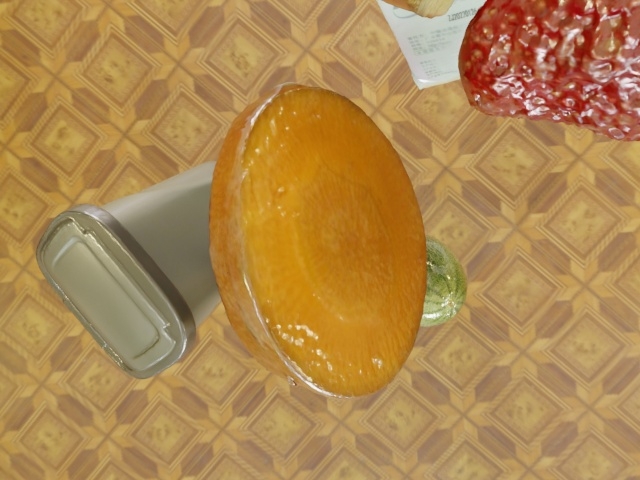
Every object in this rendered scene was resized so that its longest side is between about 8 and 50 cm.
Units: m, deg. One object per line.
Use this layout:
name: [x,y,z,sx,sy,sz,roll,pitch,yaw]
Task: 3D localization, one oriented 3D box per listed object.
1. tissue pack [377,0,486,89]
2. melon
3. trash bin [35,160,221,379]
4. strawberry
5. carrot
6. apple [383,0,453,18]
tissue pack: [0.286,-0.411,0.850,0.405,0.332,0.205,-10,69,22]
melon: [0.143,0.057,0.927,0.139,0.192,0.139,-9,112,-23]
trash bin: [-0.205,0.022,0.815,0.219,0.250,0.219,-33,97,39]
strawberry: [0.270,-0.206,0.515,0.258,0.261,0.261,26,100,34]
carrot: [0.000,0.000,0.596,0.100,0.258,0.307,-6,108,41]
apple: [0.059,-0.416,0.603,0.252,0.314,0.309,-43,76,-4]
